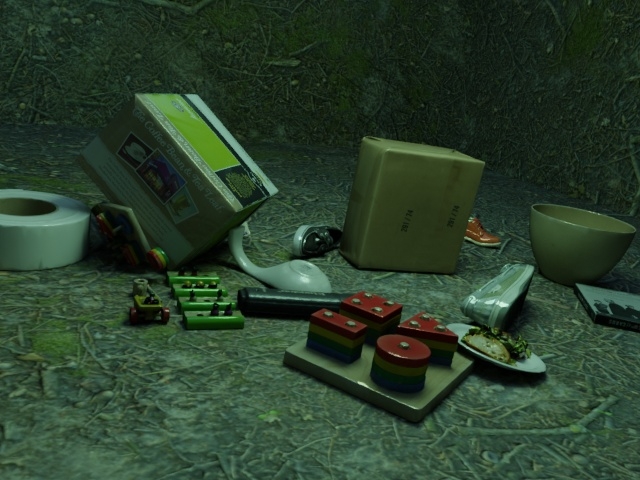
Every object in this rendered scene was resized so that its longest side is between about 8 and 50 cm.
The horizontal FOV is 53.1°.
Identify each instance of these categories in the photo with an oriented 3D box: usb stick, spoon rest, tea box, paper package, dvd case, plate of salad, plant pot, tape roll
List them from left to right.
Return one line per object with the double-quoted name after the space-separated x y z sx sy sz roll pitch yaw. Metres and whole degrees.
-0.648 -0.029 1.384 0.286 0.100 0.286 8 16 -2 "tape roll"
-0.317 -0.150 1.494 0.329 0.220 0.323 50 17 0 "tea box"
-0.097 0.065 1.454 0.276 0.084 0.137 31 24 21 "spoon rest"
-0.028 0.127 1.302 0.278 0.045 0.077 5 17 -15 "usb stick"
0.238 -0.089 1.703 0.309 0.324 0.168 5 17 -19 "paper package"
0.339 0.196 1.231 0.200 0.048 0.200 17 11 -3 "plate of salad"
0.727 0.024 1.834 0.284 0.191 0.284 8 16 -2 "plant pot"
0.761 0.173 1.632 0.179 0.029 0.238 11 16 7 "dvd case"

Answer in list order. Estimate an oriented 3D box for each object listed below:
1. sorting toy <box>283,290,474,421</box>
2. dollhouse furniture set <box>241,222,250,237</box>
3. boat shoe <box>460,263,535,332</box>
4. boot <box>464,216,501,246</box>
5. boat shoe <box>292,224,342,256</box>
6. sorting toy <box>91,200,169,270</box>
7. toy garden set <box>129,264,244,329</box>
0.115 0.181 1.120 0.255 0.089 0.257 19 18 29 "sorting toy"
-0.250 -0.023 1.758 0.114 0.091 0.081 -17 65 -11 "dollhouse furniture set"
0.415 0.119 1.469 0.103 0.118 0.320 22 26 23 "boat shoe"
0.517 -0.029 2.092 0.158 0.084 0.059 18 16 21 "boot"
0.000 0.000 1.701 0.076 0.080 0.228 5 6 21 "boat shoe"
-0.434 -0.011 1.378 0.274 0.132 0.046 14 41 45 "sorting toy"
-0.275 0.099 1.248 0.204 0.049 0.244 2 17 -24 "toy garden set"
